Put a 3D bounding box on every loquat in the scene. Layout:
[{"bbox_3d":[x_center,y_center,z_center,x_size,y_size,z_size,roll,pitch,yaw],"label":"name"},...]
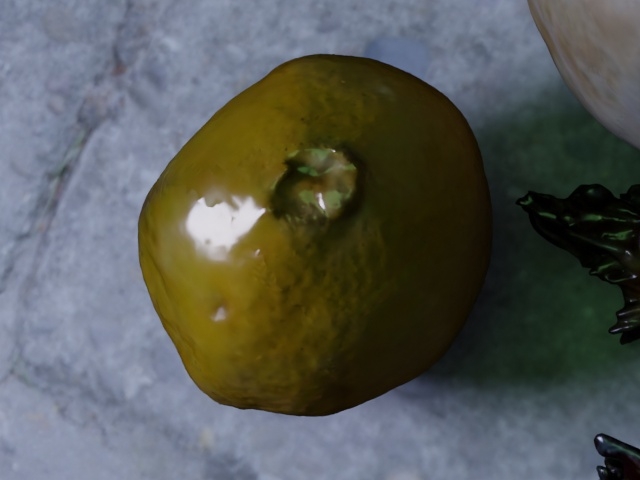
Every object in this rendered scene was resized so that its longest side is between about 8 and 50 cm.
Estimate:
[{"bbox_3d":[0.000,0.000,0.967,0.187,0.234,0.176,-27,77,-13],"label":"loquat"}]

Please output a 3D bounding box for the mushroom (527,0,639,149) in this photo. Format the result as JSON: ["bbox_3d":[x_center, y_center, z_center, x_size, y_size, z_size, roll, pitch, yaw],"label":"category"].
[{"bbox_3d":[0.247,-0.170,0.893,0.290,0.297,0.297,12,81,-11],"label":"mushroom"}]

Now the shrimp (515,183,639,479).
[{"bbox_3d":[0.209,0.078,0.936,0.289,0.075,0.178,23,91,14],"label":"shrimp"}]
